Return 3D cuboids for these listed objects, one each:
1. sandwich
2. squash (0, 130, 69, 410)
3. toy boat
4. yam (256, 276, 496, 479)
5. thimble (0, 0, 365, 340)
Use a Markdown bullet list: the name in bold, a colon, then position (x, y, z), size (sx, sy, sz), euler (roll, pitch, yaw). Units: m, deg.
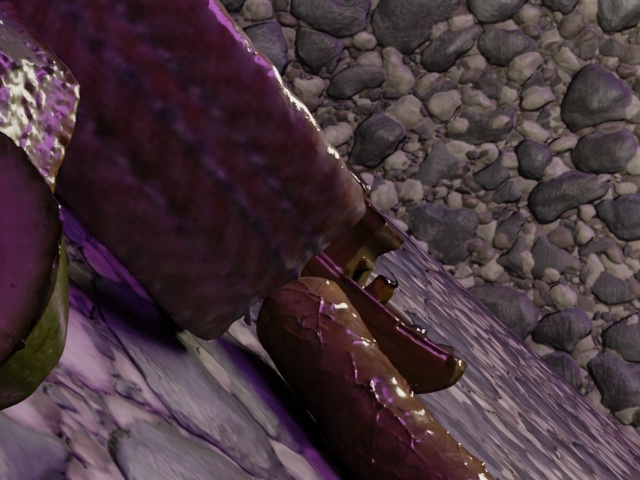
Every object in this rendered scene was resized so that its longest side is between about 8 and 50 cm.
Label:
- **sandwich**: position (-0.191, -0.076, 0.713), size (0.094, 0.096, 0.258), euler (28, 14, -46)
- **squash**: position (-0.125, 0.031, 0.527), size (0.105, 0.105, 0.132), euler (46, -11, 22)
- **toy boat**: position (0.000, 0.000, 1.201), size (0.321, 0.121, 0.089), euler (46, 2, 21)
- **yam**: position (0.074, 0.151, 0.888), size (0.357, 0.081, 0.081), euler (50, 10, 36)
- **thimble**: position (-0.099, -0.067, 0.865), size (0.229, 0.148, 0.196), euler (51, -3, -27)
